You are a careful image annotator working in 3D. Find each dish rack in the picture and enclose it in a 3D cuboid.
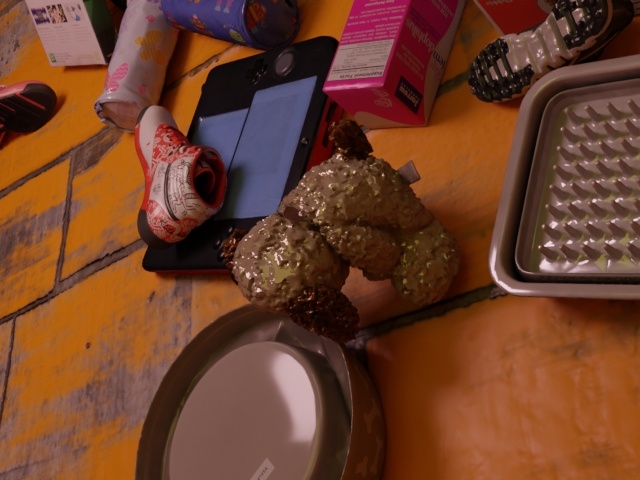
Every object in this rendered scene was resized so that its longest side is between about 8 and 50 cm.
[{"bbox_3d":[0.349,-0.062,0.924,0.333,0.072,0.285,-1,66,41],"label":"dish rack"}]

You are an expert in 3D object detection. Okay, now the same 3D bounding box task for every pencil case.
[{"bbox_3d":[-0.336,-0.336,1.676,0.124,0.114,0.273,-24,49,56],"label":"pencil case"},{"bbox_3d":[-0.160,-0.409,1.555,0.133,0.119,0.306,-51,42,-10],"label":"pencil case"}]

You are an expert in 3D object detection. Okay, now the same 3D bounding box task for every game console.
[{"bbox_3d":[-0.119,-0.128,1.396,0.342,0.060,0.386,0,66,42],"label":"game console"}]

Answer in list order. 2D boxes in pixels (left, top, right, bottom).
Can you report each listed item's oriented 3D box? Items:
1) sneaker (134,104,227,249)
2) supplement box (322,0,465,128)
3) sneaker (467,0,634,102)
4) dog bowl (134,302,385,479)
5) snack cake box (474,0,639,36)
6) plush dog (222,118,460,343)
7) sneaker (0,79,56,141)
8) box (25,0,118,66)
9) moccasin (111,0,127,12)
[{"bbox_3d":[-0.212,-0.126,1.394,0.145,0.090,0.270,-30,50,32],"label":"sneaker"},{"bbox_3d":[0.105,-0.276,1.241,0.114,0.111,0.220,6,71,43],"label":"supplement box"},{"bbox_3d":[0.281,-0.229,1.084,0.234,0.106,0.078,-30,74,53],"label":"sneaker"},{"bbox_3d":[-0.072,0.252,1.096,0.349,0.102,0.348,-21,54,32],"label":"dog bowl"},{"bbox_3d":[0.307,-0.336,1.065,0.264,0.152,0.089,-1,65,41],"label":"snack cake box"},{"bbox_3d":[0.000,0.000,1.071,0.225,0.210,0.262,-44,42,-16],"label":"plush dog"},{"bbox_3d":[-0.697,-0.303,1.980,0.314,0.116,0.136,-19,53,34],"label":"sneaker"},{"bbox_3d":[-0.533,-0.517,1.837,0.232,0.321,0.058,10,35,44],"label":"box"},{"bbox_3d":[-0.349,-0.639,1.861,0.138,0.117,0.341,1,67,43],"label":"moccasin"}]
